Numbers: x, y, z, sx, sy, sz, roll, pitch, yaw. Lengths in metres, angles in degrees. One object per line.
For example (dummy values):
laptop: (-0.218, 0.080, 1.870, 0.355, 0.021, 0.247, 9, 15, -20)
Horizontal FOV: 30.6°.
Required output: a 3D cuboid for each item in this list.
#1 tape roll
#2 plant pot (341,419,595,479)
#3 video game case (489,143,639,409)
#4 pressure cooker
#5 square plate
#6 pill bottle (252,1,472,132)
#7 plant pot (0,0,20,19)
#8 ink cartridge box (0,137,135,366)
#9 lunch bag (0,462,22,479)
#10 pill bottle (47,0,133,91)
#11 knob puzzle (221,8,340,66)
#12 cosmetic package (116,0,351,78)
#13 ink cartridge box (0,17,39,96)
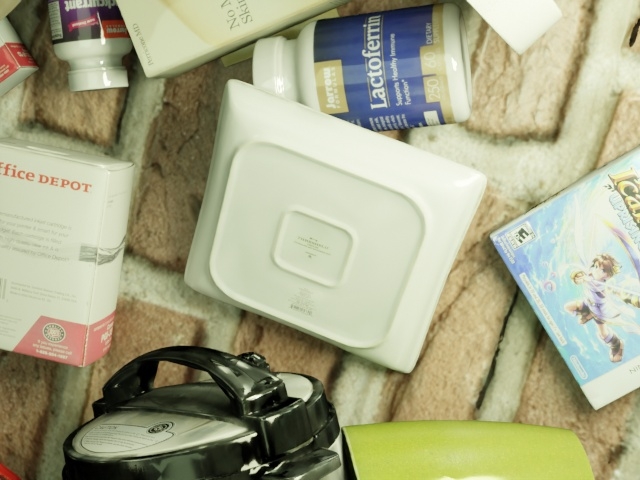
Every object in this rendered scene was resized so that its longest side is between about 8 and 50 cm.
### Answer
tape roll: (0.122, -0.377, 1.337, 0.072, 0.392, 0.392, -42, 89, 14)
plant pot: (0.199, 0.344, 1.512, 0.293, 0.275, 0.275, -12, 96, -4)
video game case: (0.392, 0.044, 1.511, 0.244, 0.061, 0.270, -32, 91, 13)
pressure cooker: (-0.139, 0.339, 1.505, 0.369, 0.375, 0.421, -10, 98, 4)
square plate: (0.000, 0.000, 1.519, 0.347, 0.049, 0.344, 21, 126, 6)
pill bottle: (0.055, -0.212, 1.494, 0.264, 0.153, 0.153, -6, 97, 12)
plant pot: (-0.543, -0.442, 1.462, 0.323, 0.280, 0.323, -6, 73, 21)
ink cartridge box: (-0.385, 0.011, 1.630, 0.207, 0.117, 0.283, 12, 101, 10)
lunch bag: (-0.554, 0.409, 1.712, 0.258, 0.120, 0.293, -29, 91, 2)
pill bottle: (-0.310, -0.300, 1.576, 0.108, 0.108, 0.194, -4, 97, 12)
knob puzzle: (-0.083, -0.352, 1.563, 0.213, 0.030, 0.213, 2, 99, 12)
cosmetic package: (-0.100, -0.337, 1.497, 0.309, 0.113, 0.160, -22, 93, 13)
ink cartridge box: (-0.499, -0.280, 1.634, 0.127, 0.072, 0.175, -32, 91, 14)
